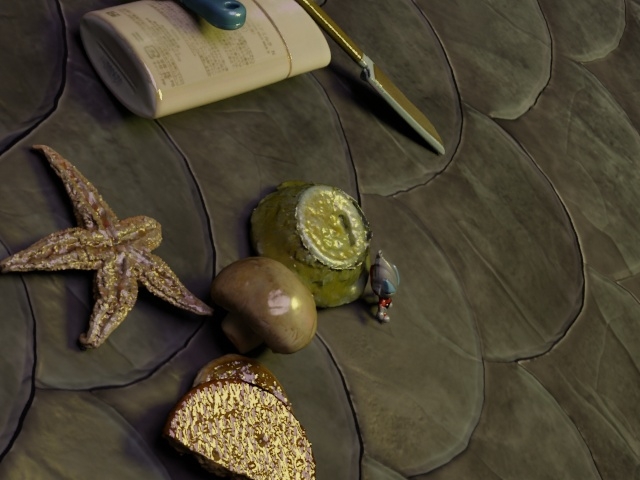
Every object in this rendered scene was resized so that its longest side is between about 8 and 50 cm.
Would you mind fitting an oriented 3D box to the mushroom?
[{"bbox_3d":[-0.068,0.081,1.791,0.148,0.112,0.148,50,1,-1],"label":"mushroom"}]

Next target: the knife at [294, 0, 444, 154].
[{"bbox_3d":[0.073,-0.239,2.151,0.343,0.027,0.061,43,23,-28],"label":"knife"}]

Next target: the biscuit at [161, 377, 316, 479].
[{"bbox_3d":[-0.085,0.225,1.711,0.206,0.025,0.126,30,53,-22],"label":"biscuit"}]

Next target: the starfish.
[{"bbox_3d":[-0.264,0.011,1.727,0.295,0.048,0.231,49,43,0],"label":"starfish"}]

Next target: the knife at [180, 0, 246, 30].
[{"bbox_3d":[-0.200,-0.333,1.947,0.244,0.032,0.058,28,42,24],"label":"knife"}]

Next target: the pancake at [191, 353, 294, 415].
[{"bbox_3d":[-0.089,0.209,1.752,0.158,0.028,0.158,20,54,-31],"label":"pancake"}]

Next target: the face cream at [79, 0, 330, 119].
[{"bbox_3d":[-0.148,-0.267,1.983,0.348,0.081,0.173,-24,70,-46],"label":"face cream"}]

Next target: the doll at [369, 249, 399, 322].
[{"bbox_3d":[0.085,0.058,1.952,0.057,0.114,0.039,-36,50,-29],"label":"doll"}]

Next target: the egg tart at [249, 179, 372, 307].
[{"bbox_3d":[0.000,0.000,1.934,0.197,0.078,0.197,19,54,-29],"label":"egg tart"}]
